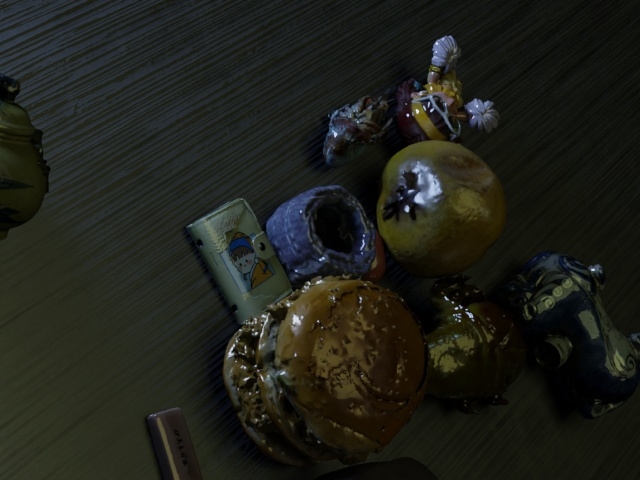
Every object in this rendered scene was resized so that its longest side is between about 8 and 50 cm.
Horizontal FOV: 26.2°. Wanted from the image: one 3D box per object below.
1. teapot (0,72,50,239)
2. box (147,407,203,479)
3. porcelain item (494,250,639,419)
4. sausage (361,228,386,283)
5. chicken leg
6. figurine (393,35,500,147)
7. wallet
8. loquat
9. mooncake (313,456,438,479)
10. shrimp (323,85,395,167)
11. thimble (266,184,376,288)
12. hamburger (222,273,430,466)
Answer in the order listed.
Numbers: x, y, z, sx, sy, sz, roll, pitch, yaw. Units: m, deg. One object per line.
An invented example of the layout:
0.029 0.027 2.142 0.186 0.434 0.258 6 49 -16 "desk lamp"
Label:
-0.387 -0.104 1.581 0.269 0.173 0.182 -11 119 -71 "teapot"
-0.182 0.270 1.740 0.048 0.025 0.115 -9 79 -47 "box"
0.415 0.159 2.285 0.186 0.138 0.288 -28 93 -36 "porcelain item"
0.066 0.021 2.056 0.054 0.059 0.094 2 73 -41 "sausage"
0.188 0.156 2.061 0.361 0.140 0.211 6 77 -46 "chicken leg"
0.196 -0.226 2.244 0.175 0.116 0.240 55 39 -15 "figurine"
-0.107 0.026 1.902 0.110 0.039 0.155 -34 99 -44 "wallet"
0.181 -0.052 2.093 0.213 0.213 0.213 19 61 -38 "loquat"
0.064 0.436 1.816 0.306 0.154 0.306 19 61 -39 "mooncake"
0.063 -0.186 2.132 0.090 0.079 0.233 26 43 13 "shrimp"
0.002 -0.001 1.976 0.150 0.098 0.150 20 59 -37 "thimble"
0.005 0.166 1.830 0.245 0.211 0.260 37 56 -28 "hamburger"
